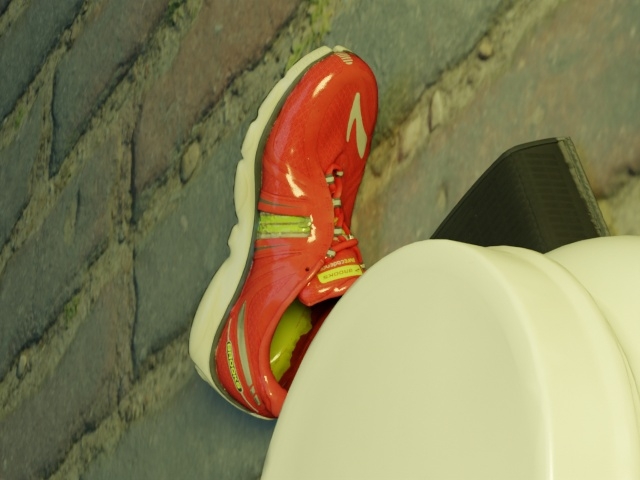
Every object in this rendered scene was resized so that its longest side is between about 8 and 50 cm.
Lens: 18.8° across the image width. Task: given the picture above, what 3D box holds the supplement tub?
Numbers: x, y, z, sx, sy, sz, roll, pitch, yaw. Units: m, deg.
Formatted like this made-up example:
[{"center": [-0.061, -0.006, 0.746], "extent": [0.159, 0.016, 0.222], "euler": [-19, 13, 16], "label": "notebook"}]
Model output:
[{"center": [0.160, 0.130, 0.688], "extent": [0.235, 0.325, 0.235], "euler": [-40, 43, 51], "label": "supplement tub"}]

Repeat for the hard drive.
[{"center": [0.092, 0.072, 1.185], "extent": [0.254, 0.054, 0.172], "euler": [-58, 31, 35], "label": "hard drive"}]

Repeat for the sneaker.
[{"center": [0.000, 0.000, 1.401], "extent": [0.118, 0.107, 0.279], "euler": [27, 106, 46], "label": "sneaker"}]
